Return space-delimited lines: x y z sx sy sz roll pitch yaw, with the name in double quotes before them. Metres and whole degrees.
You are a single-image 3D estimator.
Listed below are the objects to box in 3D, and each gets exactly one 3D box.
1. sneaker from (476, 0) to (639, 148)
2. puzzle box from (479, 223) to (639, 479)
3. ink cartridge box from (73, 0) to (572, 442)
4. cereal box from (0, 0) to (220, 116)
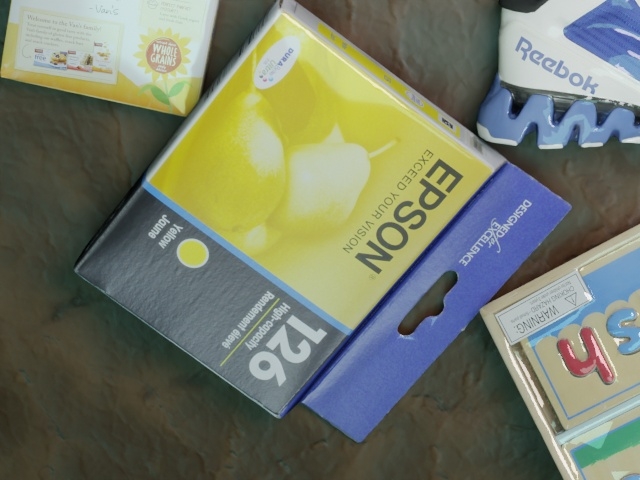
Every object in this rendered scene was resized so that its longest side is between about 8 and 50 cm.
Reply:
"sneaker" 0.279 -0.172 1.472 0.315 0.127 0.182 -2 108 7
"puzzle box" 0.369 0.085 1.521 0.409 0.052 0.272 -29 78 12
"ink cartridge box" 0.000 0.000 1.552 0.307 0.072 0.303 36 112 -8
"cereal box" -0.163 -0.237 1.536 0.173 0.047 0.240 13 106 1
